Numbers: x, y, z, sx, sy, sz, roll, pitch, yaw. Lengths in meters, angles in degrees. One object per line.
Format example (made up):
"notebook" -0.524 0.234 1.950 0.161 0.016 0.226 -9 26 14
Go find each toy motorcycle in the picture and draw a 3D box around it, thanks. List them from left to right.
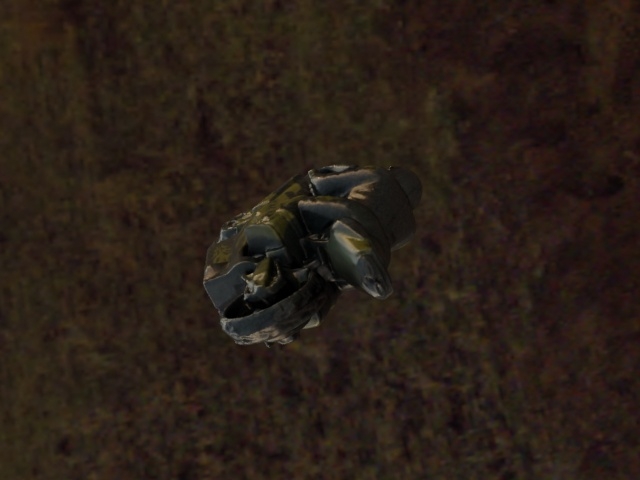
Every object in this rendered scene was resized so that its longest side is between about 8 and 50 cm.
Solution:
"toy motorcycle" 0.000 0.000 0.648 0.061 0.124 0.193 63 180 -15
